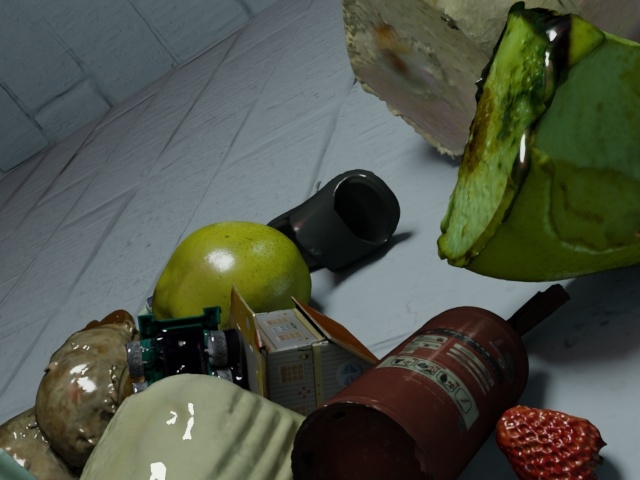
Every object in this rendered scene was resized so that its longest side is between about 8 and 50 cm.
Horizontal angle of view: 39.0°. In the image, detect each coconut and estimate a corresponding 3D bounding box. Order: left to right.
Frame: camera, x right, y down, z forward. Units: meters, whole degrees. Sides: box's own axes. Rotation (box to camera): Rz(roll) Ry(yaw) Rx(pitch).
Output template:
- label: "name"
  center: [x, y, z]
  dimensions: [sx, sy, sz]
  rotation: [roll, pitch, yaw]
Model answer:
- label: "coconut"
  center: [0.219, -0.327, 1.090]
  dimensions: [0.404, 0.405, 0.405]
  rotation: [-32, 25, 17]

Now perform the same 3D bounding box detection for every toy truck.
- label: "toy truck"
  center: [-0.135, 0.181, 0.922]
  dimensions: [0.110, 0.216, 0.116]
  rotation: [-7, -7, -14]

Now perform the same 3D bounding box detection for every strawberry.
- label: "strawberry"
  center: [0.169, 0.157, 0.673]
  dimensions: [0.073, 0.083, 0.073]
  rotation: [-61, -11, -20]

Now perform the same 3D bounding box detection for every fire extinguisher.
- label: "fire extinguisher"
  center: [0.115, 0.109, 0.727]
  dimensions: [0.147, 0.106, 0.337]
  rotation: [-39, -7, 31]

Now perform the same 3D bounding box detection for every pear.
- label: "pear"
  center: [-0.110, 0.063, 1.112]
  dimensions: [0.198, 0.198, 0.198]
  rotation: [-32, 25, 17]
- label: "pear"
  center: [0.255, -0.056, 0.787]
  dimensions: [0.164, 0.255, 0.238]
  rotation: [-127, 53, -73]

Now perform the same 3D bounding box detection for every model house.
- label: "model house"
  center: [-0.016, 0.142, 0.943]
  dimensions: [0.135, 0.208, 0.219]
  rotation: [-7, 11, -13]

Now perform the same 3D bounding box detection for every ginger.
- label: "ginger"
  center: [-0.303, 0.247, 1.091]
  dimensions: [0.375, 0.176, 0.256]
  rotation: [-38, 34, 2]

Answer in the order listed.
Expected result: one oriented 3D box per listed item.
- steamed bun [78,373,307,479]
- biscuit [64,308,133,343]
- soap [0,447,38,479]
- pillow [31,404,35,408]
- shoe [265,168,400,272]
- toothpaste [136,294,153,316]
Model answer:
- label: "steamed bun"
  center: [-0.095, 0.279, 0.685]
  dimensions: [0.272, 0.273, 0.290]
  rotation: [-43, 14, 33]
- label: "biscuit"
  center: [-0.376, 0.170, 1.512]
  dimensions: [0.175, 0.026, 0.124]
  rotation: [-17, 31, 40]
- label: "soap"
  center: [-0.308, 0.315, 0.940]
  dimensions: [0.114, 0.198, 0.063]
  rotation: [-30, 24, 25]
- label: "pillow"
  center: [-0.375, 0.253, 1.339]
  dimensions: [0.229, 0.050, 0.148]
  rotation: [-24, 21, 32]
- label: "shoe"
  center: [0.000, 0.000, 1.168]
  dimensions: [0.241, 0.108, 0.093]
  rotation: [-26, 23, 44]
- label: "toothpaste"
  center: [-0.211, 0.069, 1.441]
  dimensions: [0.197, 0.035, 0.057]
  rotation: [-34, 29, 5]
